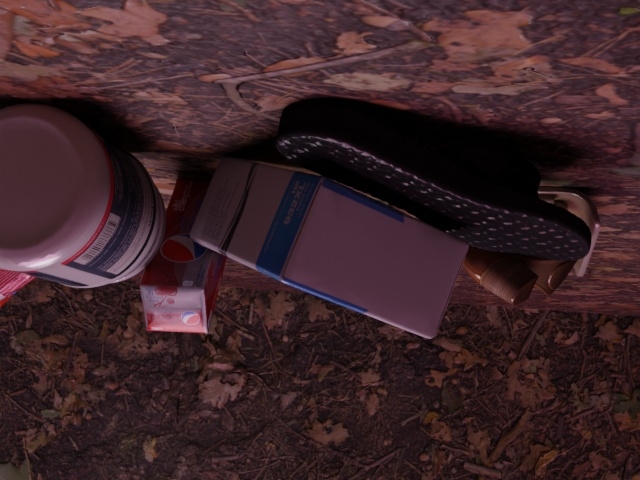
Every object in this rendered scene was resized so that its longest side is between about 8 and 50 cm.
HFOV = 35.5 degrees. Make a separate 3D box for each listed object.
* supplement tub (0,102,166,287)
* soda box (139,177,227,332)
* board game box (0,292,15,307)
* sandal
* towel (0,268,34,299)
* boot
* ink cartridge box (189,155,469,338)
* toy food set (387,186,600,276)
[{"bbox_3d":[-0.309,-0.044,1.219,0.191,0.191,0.272,2,172,9],"label":"supplement tub"},{"bbox_3d":[-0.185,0.016,1.431,0.092,0.084,0.263,3,-144,4],"label":"soda box"},{"bbox_3d":[-0.708,0.081,1.991,0.086,0.302,0.308,44,178,8],"label":"board game box"},{"bbox_3d":[0.159,-0.081,1.160,0.445,0.107,0.167,23,164,-30],"label":"sandal"},{"bbox_3d":[-0.541,0.016,1.782,0.329,0.037,0.237,-30,161,15],"label":"towel"},{"bbox_3d":[0.259,0.008,1.368,0.152,0.073,0.197,41,-148,28],"label":"boot"},{"bbox_3d":[0.000,0.000,1.255,0.223,0.129,0.307,22,179,-28],"label":"ink cartridge box"},{"bbox_3d":[0.253,0.003,1.508,0.306,0.093,0.220,3,158,9],"label":"toy food set"}]
